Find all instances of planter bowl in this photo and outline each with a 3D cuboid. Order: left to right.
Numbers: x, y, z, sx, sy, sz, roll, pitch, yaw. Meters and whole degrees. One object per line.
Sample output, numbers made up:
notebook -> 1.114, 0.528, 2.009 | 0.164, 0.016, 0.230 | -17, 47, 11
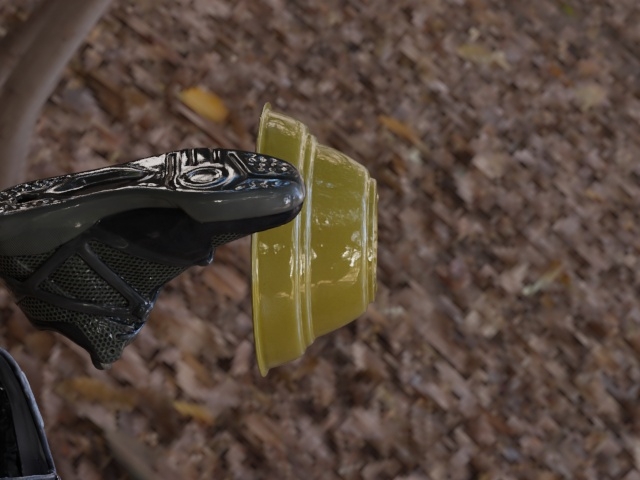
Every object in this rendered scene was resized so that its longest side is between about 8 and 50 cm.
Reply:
planter bowl -> 0.000, 0.000, 1.213 | 0.090, 0.217, 0.217 | 1, 28, 3

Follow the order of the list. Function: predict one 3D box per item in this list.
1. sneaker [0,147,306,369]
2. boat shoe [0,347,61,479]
sneaker -> -0.114, 0.011, 1.073 | 0.087, 0.227, 0.130 | -91, 168, -64
boat shoe -> -0.278, 0.242, 1.392 | 0.108, 0.102, 0.301 | 2, 64, -40
